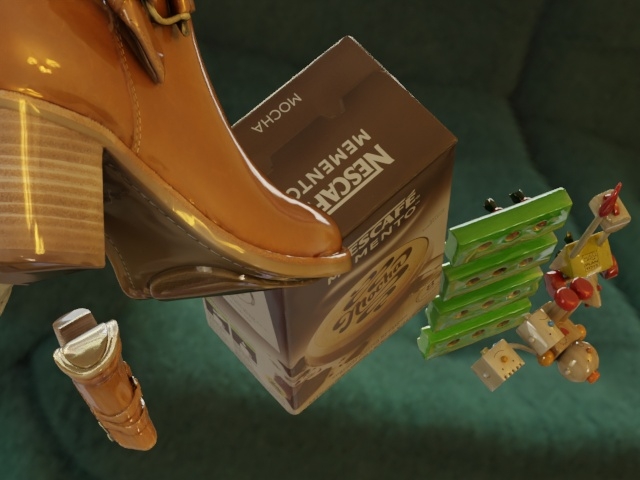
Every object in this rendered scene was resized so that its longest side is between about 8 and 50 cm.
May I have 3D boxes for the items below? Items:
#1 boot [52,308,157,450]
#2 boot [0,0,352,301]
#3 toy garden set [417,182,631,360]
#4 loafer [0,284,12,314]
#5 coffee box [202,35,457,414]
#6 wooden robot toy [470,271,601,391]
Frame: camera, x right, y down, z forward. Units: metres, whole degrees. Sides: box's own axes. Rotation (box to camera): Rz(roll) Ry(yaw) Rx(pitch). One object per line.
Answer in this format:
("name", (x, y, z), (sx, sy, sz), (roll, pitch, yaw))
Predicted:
("boot", (-0.216, 0.158, 1.750), (0.152, 0.073, 0.197), (64, -6, -16))
("boot", (-0.085, -0.084, 0.818), (0.283, 0.109, 0.220), (7, 77, -48))
("toy garden set", (0.189, 0.007, 1.515), (0.204, 0.244, 0.049), (-20, 66, -14))
("loafer", (-0.273, 0.121, 0.891), (0.112, 0.319, 0.111), (35, -10, 38))
("coffee box", (0.000, 0.000, 1.272), (0.168, 0.297, 0.119), (-40, 72, -14))
("wooden robot toy", (0.208, 0.087, 1.414), (0.079, 0.076, 0.173), (50, 44, 9))
